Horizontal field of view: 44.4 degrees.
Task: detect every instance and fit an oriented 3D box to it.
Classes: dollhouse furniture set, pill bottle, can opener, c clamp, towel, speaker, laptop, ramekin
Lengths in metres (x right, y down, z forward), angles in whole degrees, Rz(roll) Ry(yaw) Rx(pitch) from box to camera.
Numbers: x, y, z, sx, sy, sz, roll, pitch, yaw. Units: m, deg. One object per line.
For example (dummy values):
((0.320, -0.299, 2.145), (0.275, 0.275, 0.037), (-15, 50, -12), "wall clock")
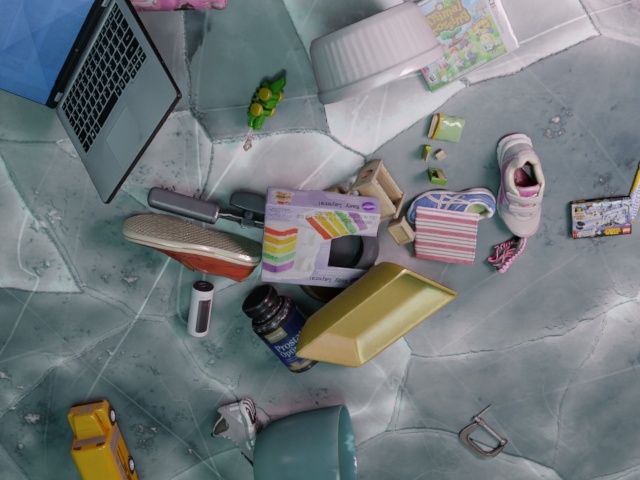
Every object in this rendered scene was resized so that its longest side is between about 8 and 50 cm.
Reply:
((0.276, -0.206, 1.771), (0.076, 0.058, 0.151), (9, 117, -7), "dollhouse furniture set")
((-0.092, 0.215, 1.939), (0.123, 0.122, 0.219), (-34, 114, 14), "pill bottle")
((-0.253, -0.088, 1.819), (0.284, 0.076, 0.095), (16, 83, -10), "can opener")
((0.116, -0.075, 1.835), (0.161, 0.101, 0.182), (-19, 120, 35), "dollhouse furniture set")
((0.464, 0.546, 2.188), (0.137, 0.022, 0.160), (-36, 113, 15), "c clamp")
((0.293, -0.013, 1.831), (0.144, 0.029, 0.197), (7, 145, 11), "towel")
((-0.298, 0.169, 1.946), (0.055, 0.055, 0.136), (9, 116, -7), "speaker")
((-0.524, -0.314, 1.506), (0.382, 0.236, 0.407), (-42, 73, 44), "laptop")
((0.101, -0.380, 1.569), (0.273, 0.273, 0.127), (-21, 104, 9), "ramekin")

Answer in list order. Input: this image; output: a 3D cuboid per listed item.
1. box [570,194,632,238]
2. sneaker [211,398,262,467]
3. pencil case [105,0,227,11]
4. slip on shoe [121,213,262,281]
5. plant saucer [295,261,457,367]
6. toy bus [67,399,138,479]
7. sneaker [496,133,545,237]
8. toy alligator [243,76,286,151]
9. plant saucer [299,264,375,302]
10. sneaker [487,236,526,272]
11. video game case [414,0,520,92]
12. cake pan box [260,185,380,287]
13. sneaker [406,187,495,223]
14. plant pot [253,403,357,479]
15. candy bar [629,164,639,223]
((0.669, -0.055, 1.872), (0.137, 0.027, 0.093), (-5, 117, 11), "box")
((-0.226, 0.536, 2.132), (0.132, 0.086, 0.228), (-10, 107, 8), "sneaker")
((-0.361, -0.534, 1.525), (0.386, 0.167, 0.160), (1, 86, -3), "pencil case")
((-0.305, 0.023, 1.840), (0.332, 0.123, 0.101), (16, 120, -15), "slip on shoe")
((0.126, 0.170, 1.877), (0.333, 0.081, 0.333), (-39, 151, 16), "plant saucer")
((-0.585, 0.594, 2.112), (0.108, 0.130, 0.332), (-10, 117, 3), "toy bus")
((0.459, -0.110, 1.798), (0.103, 0.111, 0.252), (-13, 117, 4), "sneaker")
((-0.137, -0.287, 1.721), (0.051, 0.056, 0.189), (44, 116, 23), "toy alligator")
((0.036, 0.078, 1.923), (0.199, 0.036, 0.198), (-1, 117, -2), "plant saucer")
((0.453, 0.022, 1.909), (0.057, 0.047, 0.119), (32, 111, -5), "sneaker")
((0.291, -0.445, 1.668), (0.212, 0.023, 0.193), (-26, 115, 11), "video game case")
((0.000, 0.000, 1.792), (0.267, 0.070, 0.245), (6, 134, -4), "cake pan box")
((0.305, -0.075, 1.828), (0.211, 0.081, 0.080), (-11, 119, 5), "sneaker")
((-0.042, 0.583, 2.052), (0.235, 0.293, 0.292), (-6, 118, 10), "plant pot")
((0.753, -0.112, 1.862), (0.040, 0.018, 0.161), (7, 116, -6), "candy bar")
